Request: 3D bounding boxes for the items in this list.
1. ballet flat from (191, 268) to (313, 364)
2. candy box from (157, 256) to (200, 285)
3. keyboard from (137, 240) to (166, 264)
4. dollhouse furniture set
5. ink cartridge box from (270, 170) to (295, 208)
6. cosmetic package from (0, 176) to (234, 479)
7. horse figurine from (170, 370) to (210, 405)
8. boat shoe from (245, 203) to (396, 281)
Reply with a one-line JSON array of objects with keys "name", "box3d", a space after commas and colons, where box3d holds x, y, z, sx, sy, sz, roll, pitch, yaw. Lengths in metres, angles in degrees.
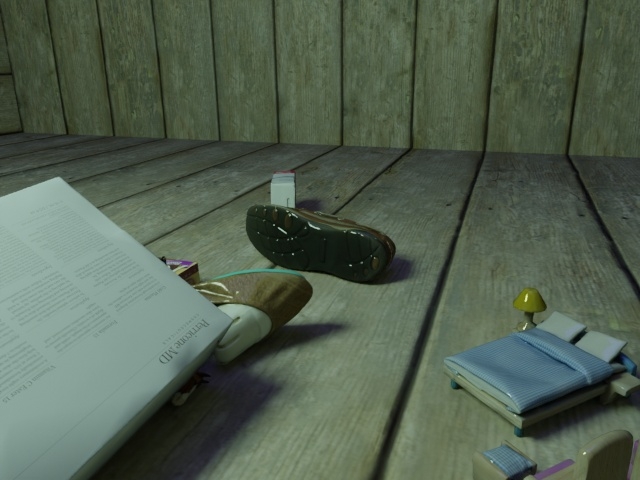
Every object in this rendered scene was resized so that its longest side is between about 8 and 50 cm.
[{"name": "ballet flat", "box3d": [-0.180, 0.117, 0.760, 0.343, 0.116, 0.124, -2, 39, -3]}, {"name": "candy box", "box3d": [-0.326, 0.069, 0.969, 0.187, 0.053, 0.109, 6, 19, 21]}, {"name": "keyboard", "box3d": [-0.271, 0.056, 0.811, 0.100, 0.192, 0.038, 0, 53, -4]}, {"name": "dollhouse furniture set", "box3d": [0.247, 0.117, 0.580, 0.287, 0.197, 0.303, -9, 20, -25]}, {"name": "ink cartridge box", "box3d": [-0.096, -0.115, 1.419, 0.063, 0.109, 0.150, 0, 19, -1]}, {"name": "cosmetic package", "box3d": [-0.303, 0.109, 0.518, 0.284, 0.097, 0.377, 37, 33, 6]}, {"name": "horse figurine", "box3d": [-0.293, 0.168, 0.655, 0.264, 0.066, 0.174, 10, 29, 21]}, {"name": "boat shoe", "box3d": [0.000, 0.000, 1.088, 0.324, 0.122, 0.120, 19, 20, 27]}]
